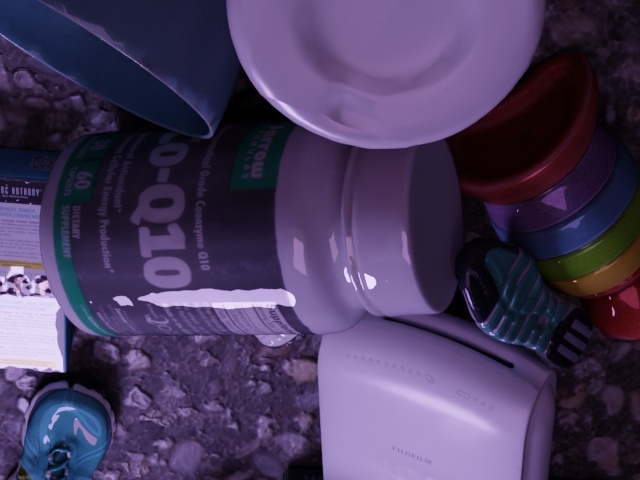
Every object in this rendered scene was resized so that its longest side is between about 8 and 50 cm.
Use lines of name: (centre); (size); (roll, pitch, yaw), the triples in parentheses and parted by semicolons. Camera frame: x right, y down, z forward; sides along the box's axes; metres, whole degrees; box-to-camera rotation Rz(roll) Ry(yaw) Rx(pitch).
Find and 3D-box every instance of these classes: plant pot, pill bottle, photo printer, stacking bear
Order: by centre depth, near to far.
pill bottle: (0.045, -0.258, 1.154); (0.224, 0.392, 0.224); (0, 123, 0)
plant pot: (-0.171, -0.246, 1.262); (0.290, 0.290, 0.195); (32, 82, -19)
pill bottle: (-0.061, -0.012, 1.373); (0.361, 0.204, 0.204); (-3, 124, 22)
stacking bear: (0.267, -0.014, 1.459); (0.175, 0.164, 0.289); (-31, 122, 18)
photo printer: (0.121, 0.200, 1.544); (0.256, 0.107, 0.308); (19, 137, 21)

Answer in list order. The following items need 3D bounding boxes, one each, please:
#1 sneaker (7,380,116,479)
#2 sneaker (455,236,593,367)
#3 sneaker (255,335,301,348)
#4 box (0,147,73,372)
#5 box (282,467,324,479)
sneaker: (-0.305, 0.278, 1.666); (0.107, 0.110, 0.275); (16, 121, -10)
sneaker: (0.172, 0.055, 1.414); (0.083, 0.098, 0.223); (-57, 135, -6)
sneaker: (0.000, 0.000, 1.498); (0.108, 0.100, 0.271); (40, 115, -17)
box: (-0.312, 0.023, 1.531); (0.100, 0.060, 0.244); (4, 123, -3)
box: (0.143, 0.450, 1.717); (0.395, 0.212, 0.294); (4, 123, -1)
